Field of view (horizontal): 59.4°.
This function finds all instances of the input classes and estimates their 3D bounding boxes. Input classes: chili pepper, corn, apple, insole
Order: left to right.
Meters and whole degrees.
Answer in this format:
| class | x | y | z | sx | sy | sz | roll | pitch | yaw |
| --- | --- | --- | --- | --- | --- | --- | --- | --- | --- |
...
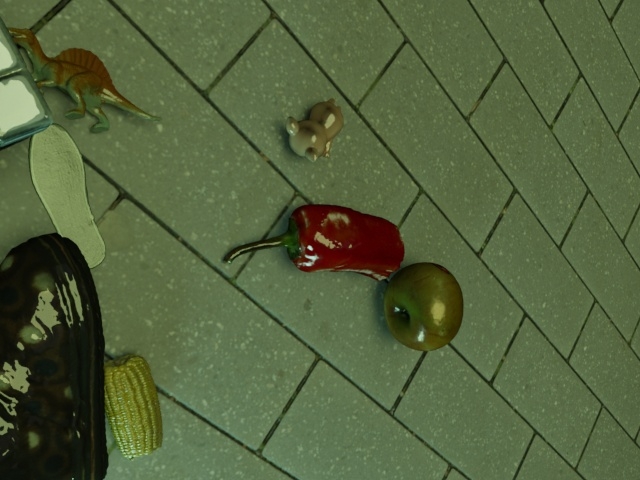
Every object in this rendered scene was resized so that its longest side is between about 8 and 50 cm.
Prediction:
| class | x | y | z | sx | sy | sz | roll | pitch | yaw |
| --- | --- | --- | --- | --- | --- | --- | --- | --- | --- |
| insole | -0.391 | -0.064 | 0.865 | 0.080 | 0.003 | 0.232 | -20 | 103 | -31 |
| corn | -0.304 | 0.267 | 0.901 | 0.085 | 0.063 | 0.165 | -18 | 104 | -41 |
| chili pepper | 0.002 | -0.005 | 1.055 | 0.338 | 0.131 | 0.135 | 9 | 77 | -32 |
| apple | 0.220 | 0.136 | 1.181 | 0.155 | 0.182 | 0.183 | -11 | 98 | -41 |

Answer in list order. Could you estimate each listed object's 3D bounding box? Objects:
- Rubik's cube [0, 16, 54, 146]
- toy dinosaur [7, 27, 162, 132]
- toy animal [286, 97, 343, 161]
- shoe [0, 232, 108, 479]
| class | x | y | z | sx | sy | sz | roll | pitch | yaw |
| --- | --- | --- | --- | --- | --- | --- | --- | --- | --- |
| Rubik's cube | -0.499 | -0.191 | 0.639 | 0.259 | 0.253 | 0.256 | -34 | 110 | -27 |
| toy dinosaur | -0.361 | -0.241 | 0.860 | 0.212 | 0.057 | 0.142 | -3 | 74 | -45 |
| toy animal | -0.008 | -0.214 | 1.068 | 0.150 | 0.083 | 0.089 | -55 | 161 | -30 |
| shoe | -0.425 | 0.187 | 0.752 | 0.237 | 0.171 | 0.384 | -7 | 104 | -37 |
